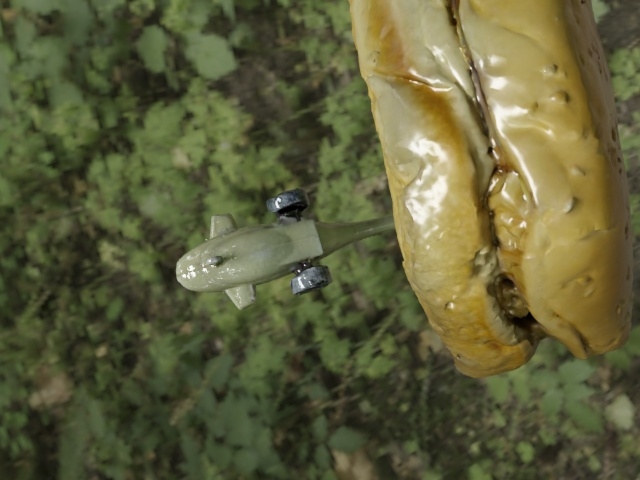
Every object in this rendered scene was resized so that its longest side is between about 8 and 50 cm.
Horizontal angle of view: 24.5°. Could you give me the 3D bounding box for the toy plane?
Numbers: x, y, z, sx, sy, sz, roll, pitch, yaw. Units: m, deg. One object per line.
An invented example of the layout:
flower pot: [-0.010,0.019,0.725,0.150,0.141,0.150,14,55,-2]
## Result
toy plane: [0.000,0.000,1.344,0.108,0.286,0.092,-34,73,67]

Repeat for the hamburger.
hamburger: [0.077,-0.048,0.651,0.108,0.214,0.213,-9,98,11]
